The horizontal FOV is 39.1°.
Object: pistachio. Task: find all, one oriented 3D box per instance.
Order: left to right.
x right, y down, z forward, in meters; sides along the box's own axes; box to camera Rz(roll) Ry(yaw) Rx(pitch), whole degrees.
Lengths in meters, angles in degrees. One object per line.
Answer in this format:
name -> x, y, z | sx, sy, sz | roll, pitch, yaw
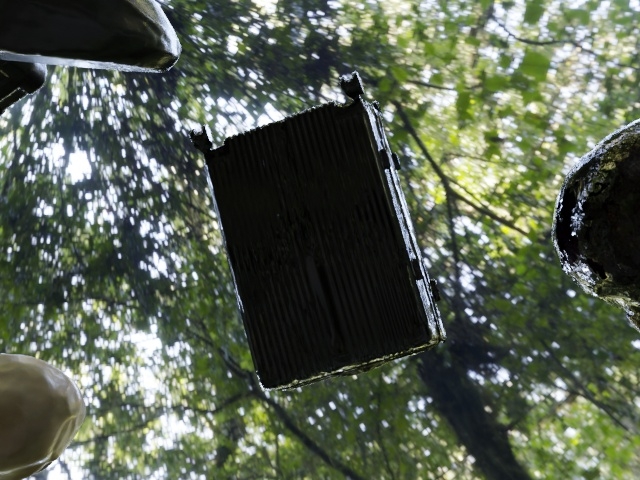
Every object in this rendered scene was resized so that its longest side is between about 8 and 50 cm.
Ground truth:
pistachio -> -0.489, 0.261, 1.316 | 0.300, 0.187, 0.187 | -6, -70, 8

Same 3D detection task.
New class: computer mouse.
computer mouse -> -0.224, -0.161, 0.583 | 0.270, 0.137, 0.086 | 4, -83, 1

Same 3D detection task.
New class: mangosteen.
mangosteen -> 0.347, 0.002, 0.875 | 0.211, 0.211, 0.250 | -34, -107, -3

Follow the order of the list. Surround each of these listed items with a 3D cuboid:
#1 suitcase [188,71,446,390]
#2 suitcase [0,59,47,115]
suitcase -> 0.000, 0.000, 1.101 | 0.230, 0.152, 0.334 | -18, -102, 13
suitcase -> -0.420, -0.230, 1.021 | 0.206, 0.285, 0.066 | -31, -36, 11
